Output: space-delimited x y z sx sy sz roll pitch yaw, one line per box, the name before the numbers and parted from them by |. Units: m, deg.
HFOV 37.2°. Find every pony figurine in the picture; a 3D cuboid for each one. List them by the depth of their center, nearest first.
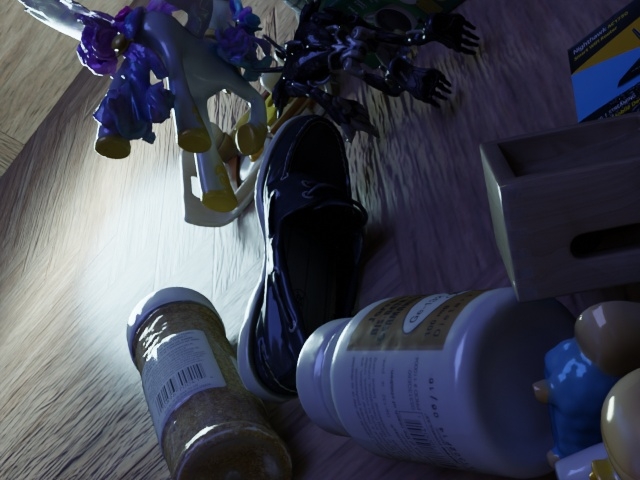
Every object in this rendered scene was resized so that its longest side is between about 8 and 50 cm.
pony figurine | -0.207 -0.260 1.253 0.303 0.351 0.363 -26 54 33

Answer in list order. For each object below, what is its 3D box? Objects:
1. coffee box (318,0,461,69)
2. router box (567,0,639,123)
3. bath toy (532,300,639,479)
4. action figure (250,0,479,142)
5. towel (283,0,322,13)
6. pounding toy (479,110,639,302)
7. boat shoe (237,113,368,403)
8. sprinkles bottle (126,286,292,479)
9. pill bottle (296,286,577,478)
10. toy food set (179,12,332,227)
coffee box | 0.086 -0.299 1.184 0.184 0.113 0.040 -33 37 44
router box | 0.284 -0.153 0.755 0.179 0.046 0.133 -37 33 37
bath toy | 0.202 0.182 0.465 0.129 0.151 0.348 -13 40 8
action figure | 0.046 -0.201 1.126 0.276 0.141 0.164 10 72 46
towel | 0.042 -0.430 1.264 0.121 0.235 0.283 16 77 50
pounding toy | 0.209 -0.015 0.613 0.181 0.094 0.206 -11 17 7
boat shoe | -0.003 -0.001 1.007 0.113 0.127 0.340 -25 43 47
sprinkles bottle | -0.135 0.171 1.057 0.121 0.121 0.355 -55 26 7
pill bottle | 0.083 0.106 0.734 0.229 0.131 0.131 -11 53 57
toy food set | -0.107 -0.185 1.419 0.306 0.092 0.219 -48 28 20
